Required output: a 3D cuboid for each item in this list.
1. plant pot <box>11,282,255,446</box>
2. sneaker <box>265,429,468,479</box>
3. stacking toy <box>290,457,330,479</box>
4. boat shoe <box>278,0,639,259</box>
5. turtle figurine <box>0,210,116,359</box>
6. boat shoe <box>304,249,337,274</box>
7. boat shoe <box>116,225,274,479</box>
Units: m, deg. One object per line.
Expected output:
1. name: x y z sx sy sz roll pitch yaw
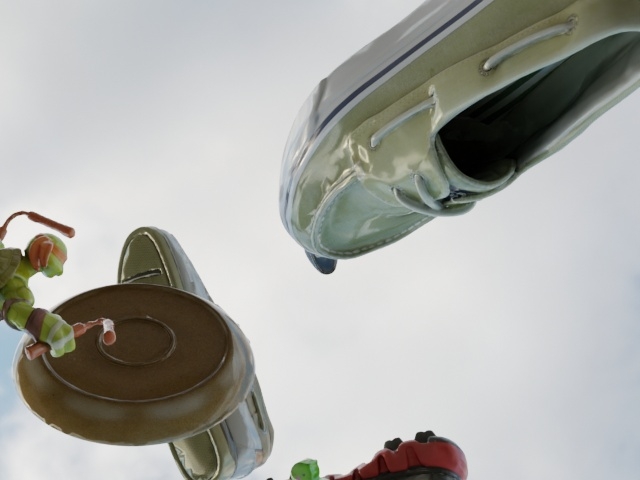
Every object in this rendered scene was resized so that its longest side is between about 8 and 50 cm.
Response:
1. plant pot: -0.180 0.108 1.181 0.236 0.032 0.236 4 -146 -3
2. sneaker: 0.016 0.282 1.143 0.276 0.097 0.135 -20 -136 7
3. stacking toy: 0.032 0.242 0.936 0.221 0.167 0.052 30 -74 23
4. boat shoe: 0.068 -0.064 0.664 0.109 0.302 0.094 16 -130 -26
5. turtle figurine: -0.291 0.059 1.025 0.217 0.087 0.269 -37 -141 -11
6. boat shoe: 0.000 0.000 1.642 0.046 0.125 0.038 -12 -147 -5
7. boat shoe: -0.142 0.127 1.375 0.113 0.103 0.302 -25 -102 41
